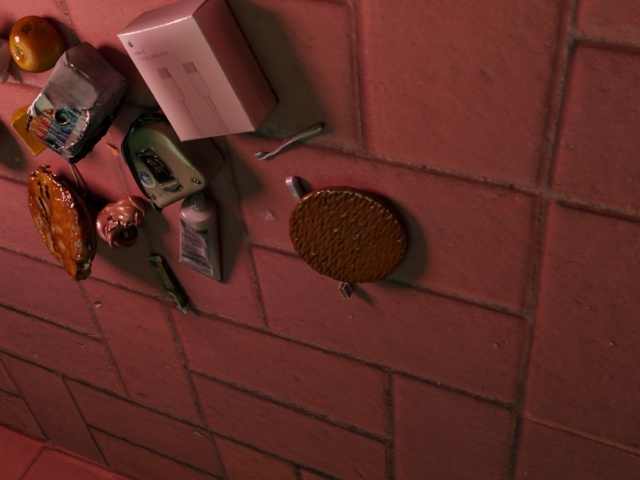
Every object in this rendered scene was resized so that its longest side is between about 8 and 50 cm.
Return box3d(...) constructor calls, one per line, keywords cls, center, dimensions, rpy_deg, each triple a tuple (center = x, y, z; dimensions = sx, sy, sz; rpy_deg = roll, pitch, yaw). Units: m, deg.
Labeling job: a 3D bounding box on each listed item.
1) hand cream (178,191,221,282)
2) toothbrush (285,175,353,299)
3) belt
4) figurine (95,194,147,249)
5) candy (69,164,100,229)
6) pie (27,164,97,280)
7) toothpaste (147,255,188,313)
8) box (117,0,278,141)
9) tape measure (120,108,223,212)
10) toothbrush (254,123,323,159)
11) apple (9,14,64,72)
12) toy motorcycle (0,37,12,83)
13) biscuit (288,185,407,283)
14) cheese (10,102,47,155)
box3d(cls="hand cream", center=(-0.289, -0.008, 1.938), dimensions=(0.124, 0.078, 0.341), rpy_deg=(25, 149, 9))
box3d(cls="toothbrush", center=(0.001, -0.002, 1.759), dimensions=(0.025, 0.030, 0.342), rpy_deg=(-4, 127, 31))
box3d(cls="belt", center=(-0.504, -0.277, 1.670), dimensions=(0.150, 0.207, 0.257), rpy_deg=(36, 150, -9))
box3d(cls="figurine", center=(-0.493, -0.049, 1.982), dimensions=(0.114, 0.126, 0.157), rpy_deg=(-2, 154, -28))
box3d(cls="candy", center=(-0.605, -0.114, 2.049), dimensions=(0.060, 0.060, 0.201), rpy_deg=(9, 128, 27))
box3d(cls="pie", center=(-0.658, -0.052, 2.046), dimensions=(0.308, 0.085, 0.308), rpy_deg=(37, 139, 40))
box3d(cls="toothpaste", center=(-0.403, 0.119, 2.165), dimensions=(0.049, 0.031, 0.204), rpy_deg=(0, 129, 34))
box3d(cls="box", center=(-0.227, -0.321, 1.519), dimensions=(0.203, 0.106, 0.252), rpy_deg=(0, 130, 37))
box3d(cls="tape measure", center=(-0.348, -0.175, 1.748), dimensions=(0.235, 0.115, 0.207), rpy_deg=(-19, 122, 45))
box3d(cls="toothbrush", center=(-0.062, -0.195, 1.608), dimensions=(0.022, 0.017, 0.204), rpy_deg=(33, 147, -33))
box3d(cls="apple", center=(-0.591, -0.406, 1.674), dimensions=(0.099, 0.102, 0.114), rpy_deg=(15, 138, 23))
box3d(cls="toy motorcycle", center=(-0.770, -0.412, 1.796), dimensions=(0.260, 0.110, 0.171), rpy_deg=(-5, 141, 44))
box3d(cls="biscuit", center=(0.057, -0.012, 1.682), dimensions=(0.261, 0.037, 0.262), rpy_deg=(10, 134, 11))
box3d(cls="cheese", center=(-0.675, -0.273, 1.906), dimensions=(0.171, 0.126, 0.093), rpy_deg=(10, 139, 56))
